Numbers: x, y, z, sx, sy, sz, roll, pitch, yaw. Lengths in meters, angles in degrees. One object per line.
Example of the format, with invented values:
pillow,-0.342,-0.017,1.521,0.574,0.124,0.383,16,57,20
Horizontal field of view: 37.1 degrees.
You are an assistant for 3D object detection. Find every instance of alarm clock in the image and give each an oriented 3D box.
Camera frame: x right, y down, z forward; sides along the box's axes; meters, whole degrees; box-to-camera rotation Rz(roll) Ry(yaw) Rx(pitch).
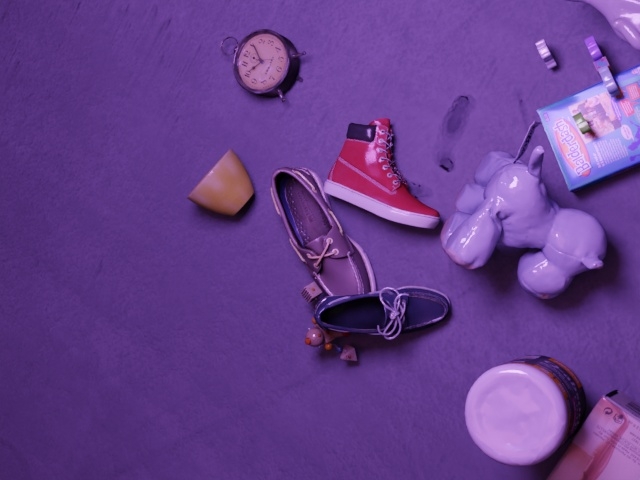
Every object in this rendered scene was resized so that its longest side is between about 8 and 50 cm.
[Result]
alarm clock,-0.124,-0.365,1.931,0.192,0.064,0.129,29,100,20

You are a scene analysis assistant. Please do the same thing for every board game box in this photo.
board game box,0.504,-0.196,1.654,0.210,0.047,0.160,-23,79,21

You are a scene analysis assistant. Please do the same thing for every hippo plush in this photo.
hippo plush,0.375,-0.036,1.653,0.237,0.234,0.294,31,119,-9

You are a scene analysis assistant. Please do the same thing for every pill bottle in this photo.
pill bottle,0.349,0.272,1.581,0.162,0.278,0.162,-1,88,24

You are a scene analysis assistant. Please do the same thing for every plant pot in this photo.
plant pot,-0.190,-0.106,1.929,0.095,0.134,0.134,41,106,-9

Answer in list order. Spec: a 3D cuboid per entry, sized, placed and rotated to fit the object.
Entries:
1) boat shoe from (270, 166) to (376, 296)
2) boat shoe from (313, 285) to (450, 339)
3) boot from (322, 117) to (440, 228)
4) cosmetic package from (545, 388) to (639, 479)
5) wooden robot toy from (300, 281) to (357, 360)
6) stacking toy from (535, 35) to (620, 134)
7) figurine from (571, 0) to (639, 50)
boat shoe,0.000,0.000,1.845,0.117,0.097,0.324,-31,76,20
boat shoe,0.115,0.131,1.759,0.255,0.079,0.095,2,95,0
boot,0.136,-0.132,1.798,0.244,0.088,0.176,25,97,26
cosmetic package,0.457,0.408,1.600,0.129,0.153,0.296,34,100,23
wooden robot toy,0.003,0.169,1.823,0.076,0.079,0.173,-26,91,59
stacking toy,0.479,-0.299,1.624,0.167,0.052,0.221,-28,53,19
figurine,0.495,-0.419,1.580,0.209,0.215,0.092,34,139,20
